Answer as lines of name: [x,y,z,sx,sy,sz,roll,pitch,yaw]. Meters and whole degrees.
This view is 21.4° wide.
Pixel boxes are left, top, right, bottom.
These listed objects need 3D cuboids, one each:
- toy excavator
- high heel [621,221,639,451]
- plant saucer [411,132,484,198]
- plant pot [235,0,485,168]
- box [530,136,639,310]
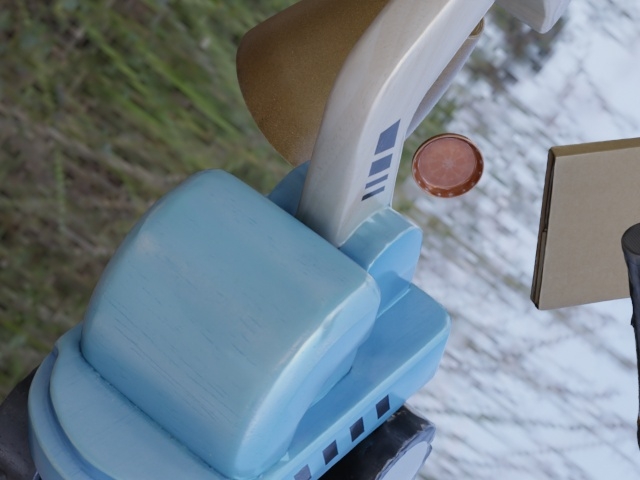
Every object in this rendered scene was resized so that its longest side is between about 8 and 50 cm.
toy excavator: [0.000,0.000,1.124,0.433,0.222,0.445,-37,155,-35]
high heel: [0.291,0.049,0.899,0.261,0.186,0.093,-13,-149,1]
plant saucer: [0.146,-0.087,1.939,0.083,0.083,0.013,-45,-156,23]
plant pot: [0.069,-0.225,2.048,0.254,0.237,0.237,-33,-154,35]
box: [0.289,-0.021,1.489,0.021,0.201,0.164,-115,-159,-53]
